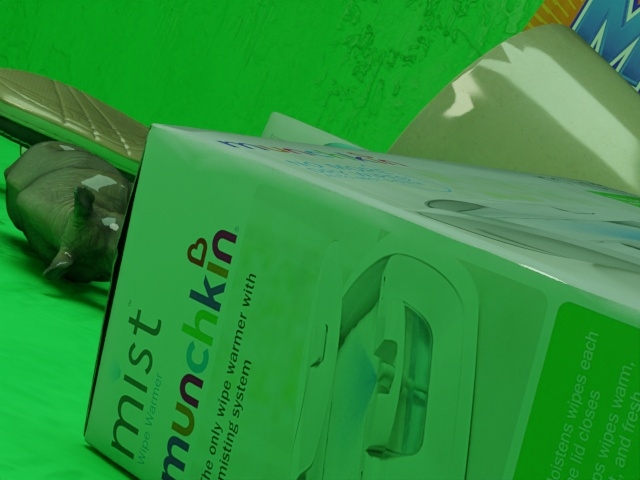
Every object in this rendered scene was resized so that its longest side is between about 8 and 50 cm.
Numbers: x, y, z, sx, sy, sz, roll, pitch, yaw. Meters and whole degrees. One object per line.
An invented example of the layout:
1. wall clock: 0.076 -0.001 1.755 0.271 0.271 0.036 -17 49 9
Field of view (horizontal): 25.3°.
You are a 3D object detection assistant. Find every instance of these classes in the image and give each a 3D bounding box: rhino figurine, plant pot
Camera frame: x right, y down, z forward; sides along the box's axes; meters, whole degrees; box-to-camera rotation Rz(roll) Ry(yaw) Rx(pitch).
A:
1. rhino figurine: -0.133 -0.008 0.853 0.106 0.073 0.243 25 3 -21
2. plant pot: 0.185 0.045 0.902 0.274 0.256 0.256 41 10 22

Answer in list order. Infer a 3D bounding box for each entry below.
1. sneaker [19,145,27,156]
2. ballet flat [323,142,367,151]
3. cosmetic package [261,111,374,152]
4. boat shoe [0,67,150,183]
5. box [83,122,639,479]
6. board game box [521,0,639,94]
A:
1. sneaker: -0.180 -0.060 1.434 0.234 0.078 0.106 15 10 -38
2. ballet flat: 0.000 0.000 1.154 0.139 0.139 0.400 22 -1 -4
3. cosmetic package: 0.111 0.004 1.593 0.385 0.156 0.217 21 5 -42
4. boat shoe: -0.177 -0.056 1.214 0.285 0.092 0.103 22 21 -39
5. box: 0.093 0.055 0.504 0.262 0.127 0.231 4 14 -44
6. board game box: 0.367 -0.027 1.194 0.356 0.356 0.356 19 24 -43
